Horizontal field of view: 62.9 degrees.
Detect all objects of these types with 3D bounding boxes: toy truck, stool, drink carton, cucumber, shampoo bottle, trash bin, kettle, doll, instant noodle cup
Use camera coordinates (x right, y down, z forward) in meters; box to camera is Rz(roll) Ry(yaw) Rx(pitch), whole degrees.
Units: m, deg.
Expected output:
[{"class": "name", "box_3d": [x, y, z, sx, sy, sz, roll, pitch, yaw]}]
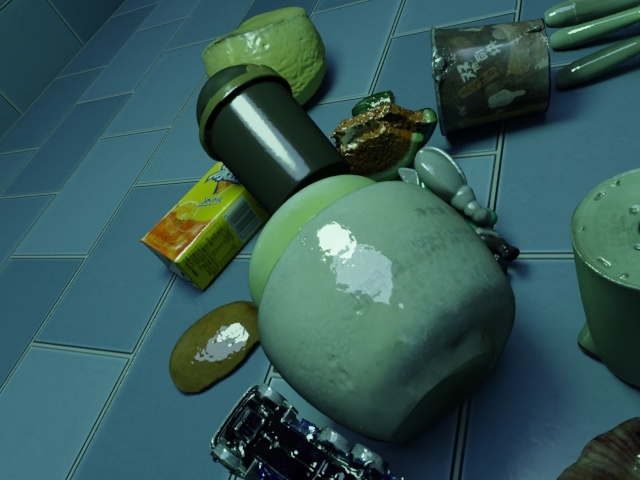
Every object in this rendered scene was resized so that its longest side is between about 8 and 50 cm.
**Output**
[{"class": "toy truck", "box_3d": [-0.010, 0.308, 0.679, 0.267, 0.155, 0.124, 18, 62, 42]}, {"class": "stool", "box_3d": [0.538, -0.432, 1.002, 0.198, 0.195, 0.196, -6, 49, 26]}, {"class": "drink carton", "box_3d": [-0.210, -0.074, 1.156, 0.154, 0.111, 0.351, 23, 66, 39]}, {"class": "cucumber", "box_3d": [0.122, -0.327, 1.254, 0.107, 0.035, 0.067, -11, 49, 23]}, {"class": "shampoo bottle", "box_3d": [0.079, 0.084, 0.704, 0.322, 0.323, 0.317, -42, 50, -10]}, {"class": "trash bin", "box_3d": [-0.112, -0.200, 1.015, 0.214, 0.214, 0.334, -36, 72, -5]}, {"class": "kettle", "box_3d": [0.412, 0.060, 0.587, 0.240, 0.255, 0.165, -5, 47, 28]}, {"class": "doll", "box_3d": [0.203, -0.052, 0.874, 0.258, 0.153, 0.195, 9, 84, 40]}, {"class": "instant noodle cup", "box_3d": [0.328, -0.324, 1.021, 0.207, 0.218, 0.218, -5, 49, 16]}]

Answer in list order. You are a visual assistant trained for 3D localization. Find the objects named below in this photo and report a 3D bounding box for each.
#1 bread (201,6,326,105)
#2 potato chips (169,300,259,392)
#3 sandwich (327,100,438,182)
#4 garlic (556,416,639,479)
[{"class": "bread", "box_3d": [-0.144, -0.465, 1.392, 0.320, 0.238, 0.321, -15, 32, 9]}, {"class": "potato chips", "box_3d": [-0.196, 0.183, 0.967, 0.201, 0.049, 0.150, -31, 48, -8]}, {"class": "sandwich", "box_3d": [0.122, -0.181, 1.025, 0.234, 0.159, 0.079, -21, 47, 19]}, {"class": "garlic", "box_3d": [0.348, 0.279, 0.497, 0.244, 0.161, 0.245, -15, 46, 16]}]
